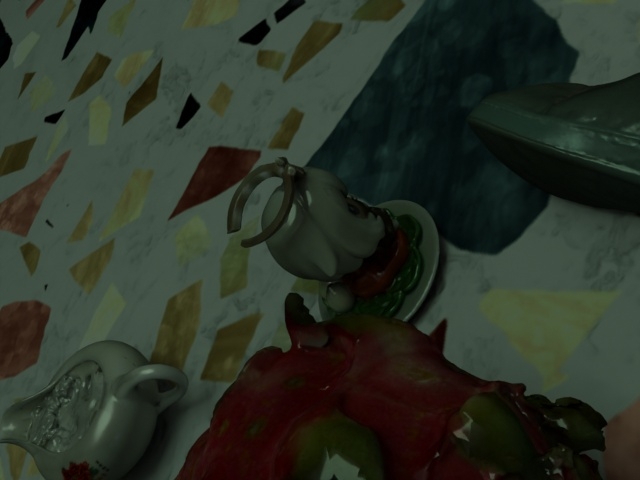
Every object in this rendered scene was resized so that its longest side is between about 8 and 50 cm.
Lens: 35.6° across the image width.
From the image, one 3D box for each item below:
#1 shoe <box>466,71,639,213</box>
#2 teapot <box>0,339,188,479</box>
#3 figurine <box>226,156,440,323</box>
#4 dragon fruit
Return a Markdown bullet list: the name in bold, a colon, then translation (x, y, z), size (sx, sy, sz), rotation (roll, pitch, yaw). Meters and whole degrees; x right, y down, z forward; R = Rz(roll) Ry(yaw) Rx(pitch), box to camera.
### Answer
- **shoe**: translation (0.205, -0.070, 0.640), size (0.251, 0.103, 0.100), rotation (26, 86, 47)
- **teapot**: translation (-0.202, 0.162, 0.934), size (0.226, 0.092, 0.145), rotation (-29, 49, 31)
- **figurine**: translation (0.000, 0.000, 0.770), size (0.132, 0.153, 0.132), rotation (-27, 47, 34)
- **dragon fruit**: translation (0.026, 0.173, 0.573), size (0.302, 0.237, 0.231), rotation (-28, 25, 48)
